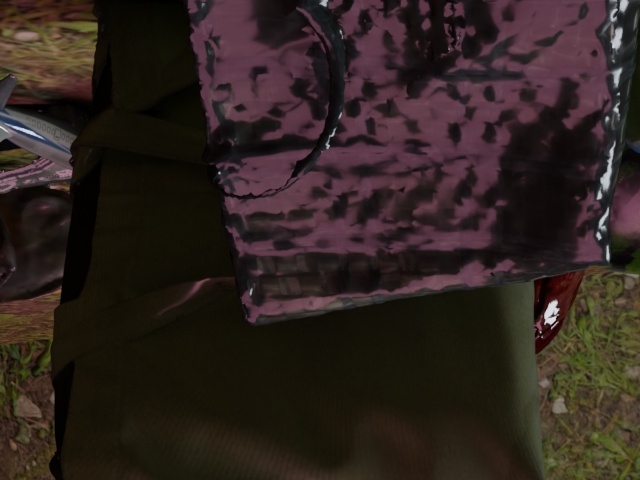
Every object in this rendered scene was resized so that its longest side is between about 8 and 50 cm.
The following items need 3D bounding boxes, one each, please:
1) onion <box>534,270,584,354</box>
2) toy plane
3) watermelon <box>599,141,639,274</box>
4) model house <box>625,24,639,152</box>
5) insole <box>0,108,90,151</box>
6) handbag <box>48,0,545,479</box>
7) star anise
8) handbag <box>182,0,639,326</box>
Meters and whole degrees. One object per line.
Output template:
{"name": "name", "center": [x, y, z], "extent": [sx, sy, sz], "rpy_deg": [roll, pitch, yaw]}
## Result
{"name": "onion", "center": [0.077, -0.012, 0.999], "extent": [0.221, 0.281, 0.281], "rpy_deg": [38, 173, 3]}
{"name": "toy plane", "center": [-0.162, -0.060, 0.964], "extent": [0.226, 0.058, 0.226], "rpy_deg": [-23, 163, 27]}
{"name": "watermelon", "center": [0.230, -0.043, 1.109], "extent": [0.193, 0.145, 0.137], "rpy_deg": [-10, 177, 30]}
{"name": "model house", "center": [0.267, -0.098, 0.762], "extent": [0.214, 0.195, 0.189], "rpy_deg": [13, -170, -24]}
{"name": "insole", "center": [-0.331, -0.068, 1.011], "extent": [0.348, 0.009, 0.119], "rpy_deg": [-7, 171, 5]}
{"name": "handbag", "center": [-0.004, 0.003, 0.720], "extent": [0.253, 0.316, 0.109], "rpy_deg": [3, 153, -7]}
{"name": "star anise", "center": [-0.320, 0.002, 1.142], "extent": [0.331, 0.118, 0.332], "rpy_deg": [-8, 180, 0]}
{"name": "handbag", "center": [0.032, -0.073, 0.562], "extent": [0.175, 0.089, 0.270], "rpy_deg": [-7, 129, -4]}
